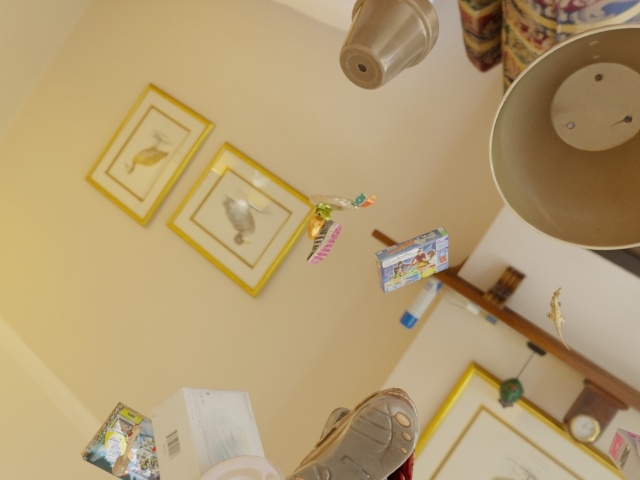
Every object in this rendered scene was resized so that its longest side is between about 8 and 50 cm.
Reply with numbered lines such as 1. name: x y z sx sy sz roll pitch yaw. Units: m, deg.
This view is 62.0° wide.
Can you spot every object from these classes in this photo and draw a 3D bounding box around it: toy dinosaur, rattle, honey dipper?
1. toy dinosaur: 0.713 0.234 1.608 0.053 0.183 0.092 -7 174 22
2. rattle: 0.059 -0.074 1.625 0.199 0.143 0.130 9 157 20
3. honey dipper: -0.406 0.443 1.124 0.030 0.161 0.030 22 -149 -14

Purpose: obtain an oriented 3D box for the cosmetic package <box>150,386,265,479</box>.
1. cosmetic package: -0.273 0.499 1.320 0.224 0.138 0.224 24 -144 -49

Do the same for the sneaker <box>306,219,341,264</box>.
1. sneaker: 0.000 0.000 1.760 0.075 0.170 0.063 40 -166 30

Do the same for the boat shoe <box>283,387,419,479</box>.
1. boat shoe: 0.040 0.359 0.850 0.123 0.324 0.116 45 -164 3

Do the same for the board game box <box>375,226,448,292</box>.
1. board game box: 0.251 0.055 1.444 0.035 0.201 0.136 -119 12 -45

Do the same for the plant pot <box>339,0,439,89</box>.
1. plant pot: 0.167 -0.555 1.501 0.263 0.229 0.263 28 156 14

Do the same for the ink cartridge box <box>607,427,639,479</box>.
1. ink cartridge box: 0.551 0.369 0.771 0.185 0.065 0.311 19 -177 19

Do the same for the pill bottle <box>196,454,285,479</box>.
1. pill bottle: -0.145 0.658 1.116 0.204 0.361 0.204 -6 -159 2

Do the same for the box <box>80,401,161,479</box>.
1. box: -0.502 0.570 1.455 0.233 0.159 0.044 43 162 -26

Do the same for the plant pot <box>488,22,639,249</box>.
1. plant pot: 0.385 -0.155 0.725 0.284 0.284 0.191 34 -144 3

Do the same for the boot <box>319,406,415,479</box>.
1. boot: 0.100 0.664 1.467 0.138 0.377 0.284 37 151 -30
